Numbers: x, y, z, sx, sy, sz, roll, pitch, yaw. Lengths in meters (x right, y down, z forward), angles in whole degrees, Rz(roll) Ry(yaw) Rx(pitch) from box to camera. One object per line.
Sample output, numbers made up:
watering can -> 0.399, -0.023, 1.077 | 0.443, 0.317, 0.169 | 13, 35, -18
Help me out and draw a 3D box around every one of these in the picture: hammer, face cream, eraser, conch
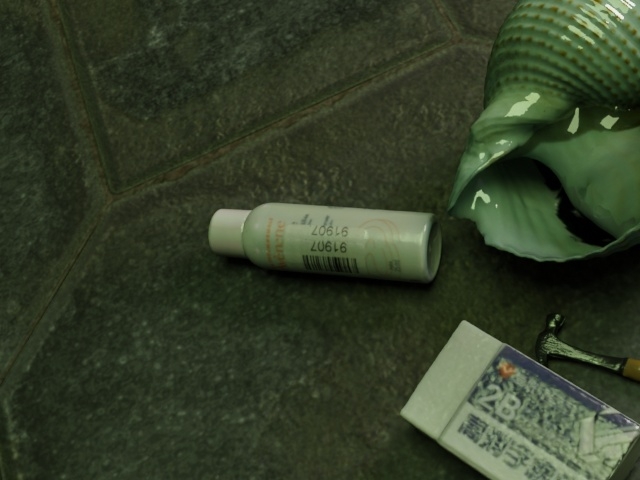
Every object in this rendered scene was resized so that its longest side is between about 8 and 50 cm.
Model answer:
hammer -> 0.312, 0.132, 1.091 | 0.201, 0.021, 0.078 | 14, 65, 26
face cream -> 0.000, 0.000, 1.237 | 0.269, 0.082, 0.082 | 3, 61, 20
eraser -> 0.197, 0.183, 1.064 | 0.210, 0.068, 0.124 | 31, 82, 31
conch -> 0.297, -0.120, 1.142 | 0.303, 0.215, 0.319 | 46, 112, 39
